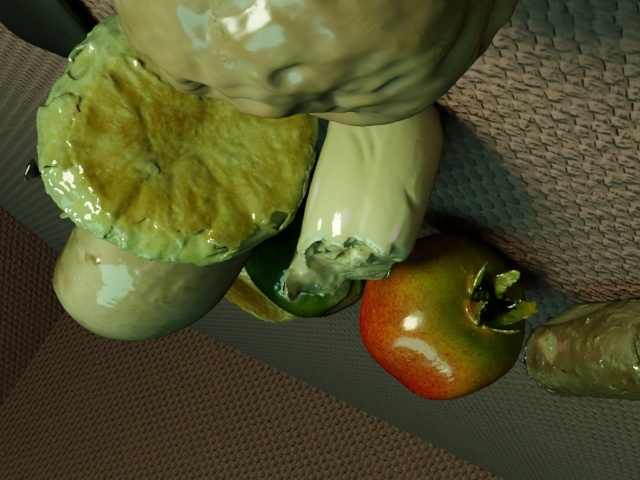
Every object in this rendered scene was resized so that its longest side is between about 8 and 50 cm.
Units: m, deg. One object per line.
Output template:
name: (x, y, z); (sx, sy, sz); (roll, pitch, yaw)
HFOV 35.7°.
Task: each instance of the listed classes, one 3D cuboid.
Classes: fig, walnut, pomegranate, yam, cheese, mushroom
fig: (0.000, 0.000, 1.356); (0.195, 0.195, 0.245); (31, 153, 1)
walnut: (-0.002, -0.189, 0.634); (0.273, 0.273, 0.227); (13, 153, 49)
pomegranate: (0.172, 0.095, 1.292); (0.221, 0.221, 0.256); (37, 153, -21)
yam: (0.360, 0.133, 1.188); (0.128, 0.129, 0.238); (32, 166, -14)
cheese: (0.046, -0.039, 1.077); (0.127, 0.233, 0.266); (19, 166, 3)
mushroom: (-0.213, -0.056, 1.237); (0.294, 0.362, 0.362); (32, 164, -1)

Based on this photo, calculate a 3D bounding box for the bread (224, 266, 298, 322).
bread: (-0.114, 0.044, 1.793); (0.244, 0.134, 0.244); (31, 164, 10)

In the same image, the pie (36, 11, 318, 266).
pie: (-0.137, -0.114, 1.036); (0.306, 0.306, 0.071); (34, 168, -12)

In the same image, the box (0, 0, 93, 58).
box: (-0.386, -0.312, 1.360); (0.201, 0.042, 0.212); (23, 163, 27)
